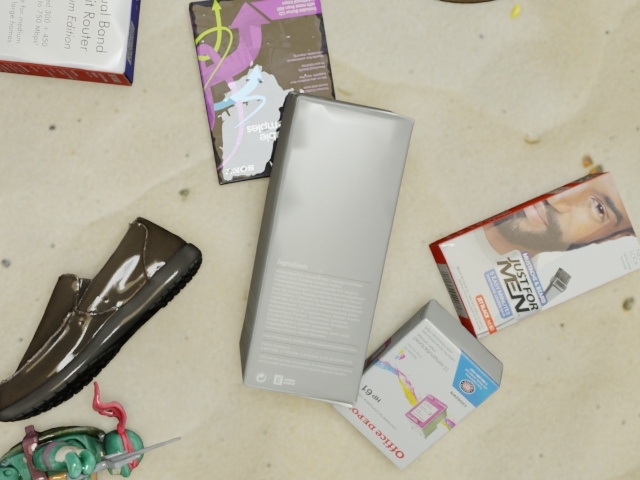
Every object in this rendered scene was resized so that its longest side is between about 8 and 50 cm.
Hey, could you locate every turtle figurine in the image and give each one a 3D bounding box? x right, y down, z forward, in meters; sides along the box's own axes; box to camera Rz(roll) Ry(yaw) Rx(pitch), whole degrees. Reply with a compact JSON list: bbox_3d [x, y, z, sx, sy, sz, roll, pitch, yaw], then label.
[{"bbox_3d":[-0.227,0.213,0.891,0.234,0.118,0.175,-17,132,-12],"label":"turtle figurine"}]

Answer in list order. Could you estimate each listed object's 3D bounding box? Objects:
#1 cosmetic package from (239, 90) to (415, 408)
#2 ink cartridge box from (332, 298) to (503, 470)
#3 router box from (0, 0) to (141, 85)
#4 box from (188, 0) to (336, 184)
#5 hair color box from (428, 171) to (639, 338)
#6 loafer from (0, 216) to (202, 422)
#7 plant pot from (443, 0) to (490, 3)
[{"bbox_3d":[0.000,0.000,0.881,0.107,0.127,0.238,13,101,-7],"label":"cosmetic package"},{"bbox_3d":[0.084,0.126,0.922,0.088,0.052,0.122,43,112,-3],"label":"ink cartridge box"},{"bbox_3d":[-0.293,-0.315,0.888,0.301,0.082,0.336,5,90,-5],"label":"router box"},{"bbox_3d":[-0.046,-0.137,0.939,0.116,0.029,0.162,-10,94,-5],"label":"box"},{"bbox_3d":[0.193,0.012,0.951,0.167,0.053,0.093,-24,93,-5],"label":"hair color box"},{"bbox_3d":[-0.201,0.066,0.912,0.220,0.080,0.078,-43,84,-8],"label":"loafer"},{"bbox_3d":[0.136,-0.333,0.913,0.237,0.110,0.238,0,90,-5],"label":"plant pot"}]
